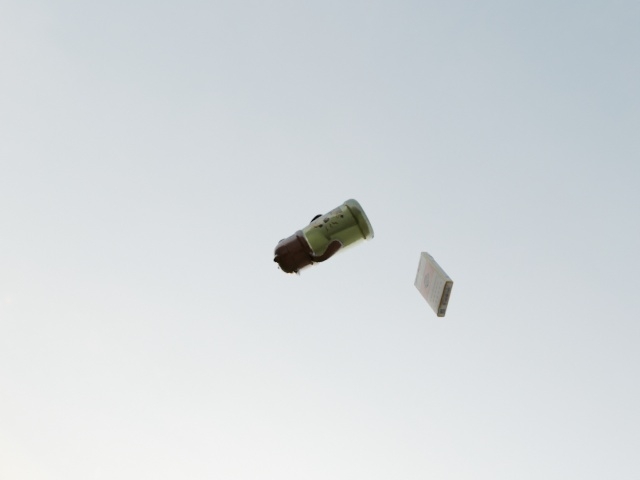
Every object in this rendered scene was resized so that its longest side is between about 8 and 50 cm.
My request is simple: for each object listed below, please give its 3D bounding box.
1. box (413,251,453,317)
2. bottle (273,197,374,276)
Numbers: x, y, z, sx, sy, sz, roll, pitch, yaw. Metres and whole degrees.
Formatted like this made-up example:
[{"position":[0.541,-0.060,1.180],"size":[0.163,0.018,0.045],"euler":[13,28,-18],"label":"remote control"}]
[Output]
[{"position":[0.130,0.050,0.801],"size":[0.083,0.012,0.046],"euler":[-117,-147,-65],"label":"box"},{"position":[0.000,0.000,0.678],"size":[0.047,0.101,0.063],"euler":[63,-3,-3],"label":"bottle"}]
